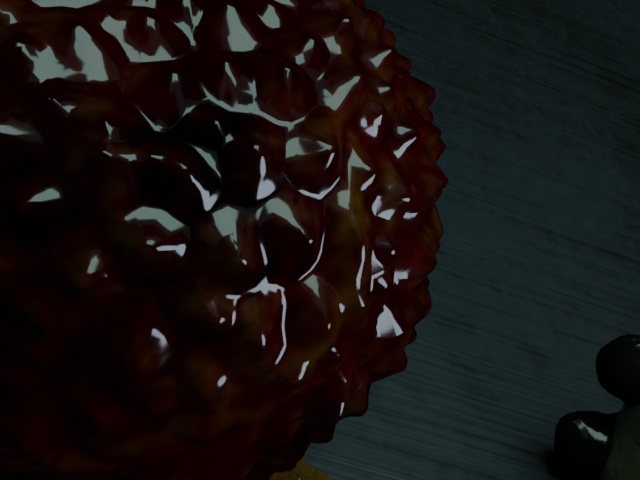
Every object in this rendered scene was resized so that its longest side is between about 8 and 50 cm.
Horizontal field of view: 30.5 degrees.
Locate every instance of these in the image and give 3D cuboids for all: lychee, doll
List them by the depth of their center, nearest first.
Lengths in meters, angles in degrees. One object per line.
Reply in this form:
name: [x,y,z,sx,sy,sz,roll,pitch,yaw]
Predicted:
lychee: [-0.150,-0.038,0.796,0.500,0.424,0.424,21,29,37]
doll: [0.305,0.156,0.997,0.135,0.234,0.143,-6,43,-29]

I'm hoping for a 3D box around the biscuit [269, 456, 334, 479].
biscuit: [0.000,0.245,0.864,0.225,0.036,0.166,41,39,19]
